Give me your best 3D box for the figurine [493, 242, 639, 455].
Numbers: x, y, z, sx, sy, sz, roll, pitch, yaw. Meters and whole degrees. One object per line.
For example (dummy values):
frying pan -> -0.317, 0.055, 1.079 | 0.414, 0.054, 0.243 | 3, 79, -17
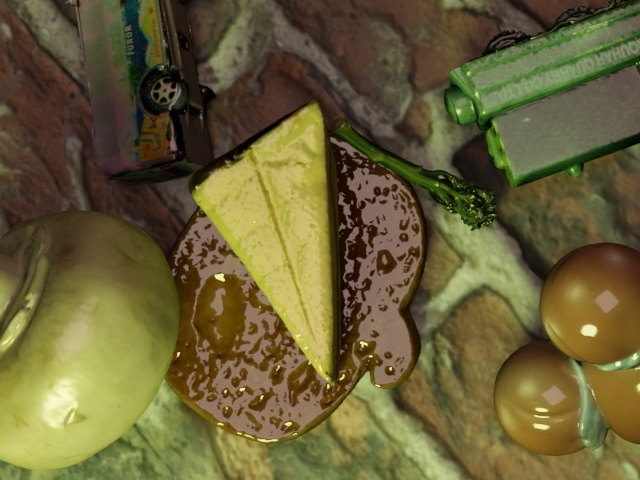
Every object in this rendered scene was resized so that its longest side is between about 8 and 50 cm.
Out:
figurine -> 0.393, 0.185, 1.342 | 0.248, 0.276, 0.388 | -21, 55, -38

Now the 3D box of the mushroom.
mushroom -> -0.332, 0.082, 1.386 | 0.336, 0.314, 0.314 | 24, 85, -23

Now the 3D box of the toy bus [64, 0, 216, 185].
toy bus -> -0.215, -0.228, 1.544 | 0.138, 0.112, 0.316 | -14, 80, 15

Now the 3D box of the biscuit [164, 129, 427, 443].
biscuit -> -0.021, 0.058, 1.501 | 0.314, 0.063, 0.367 | 33, 87, 7

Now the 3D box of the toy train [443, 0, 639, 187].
toy train -> 0.310, -0.172, 1.458 | 0.330, 0.138, 0.178 | -20, 85, 5

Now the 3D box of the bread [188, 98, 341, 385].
bread -> 0.001, 0.004, 1.397 | 0.163, 0.167, 0.264 | -35, 85, 0

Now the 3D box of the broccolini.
broccolini -> 0.106, -0.079, 1.447 | 0.054, 0.239, 0.051 | -40, 36, 32
